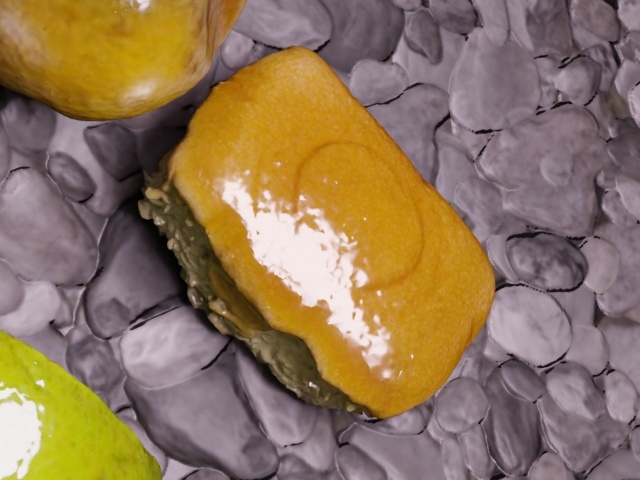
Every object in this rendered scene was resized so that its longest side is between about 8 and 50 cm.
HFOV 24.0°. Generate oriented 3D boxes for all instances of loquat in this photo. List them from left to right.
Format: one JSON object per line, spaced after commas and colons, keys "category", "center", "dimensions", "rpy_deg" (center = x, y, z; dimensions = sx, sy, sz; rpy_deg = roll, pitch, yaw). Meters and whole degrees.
{"category": "loquat", "center": [-0.133, -0.176, 0.924], "dimensions": [0.213, 0.213, 0.213], "rpy_deg": [8, 74, -27]}

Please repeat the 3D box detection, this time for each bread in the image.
{"category": "bread", "center": [0.000, 0.000, 0.999], "dimensions": [0.245, 0.121, 0.174], "rpy_deg": [49, 61, -7]}

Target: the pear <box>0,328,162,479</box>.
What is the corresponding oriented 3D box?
{"category": "pear", "center": [-0.238, 0.157, 0.828], "dimensions": [0.288, 0.139, 0.239], "rpy_deg": [36, 72, -15]}
